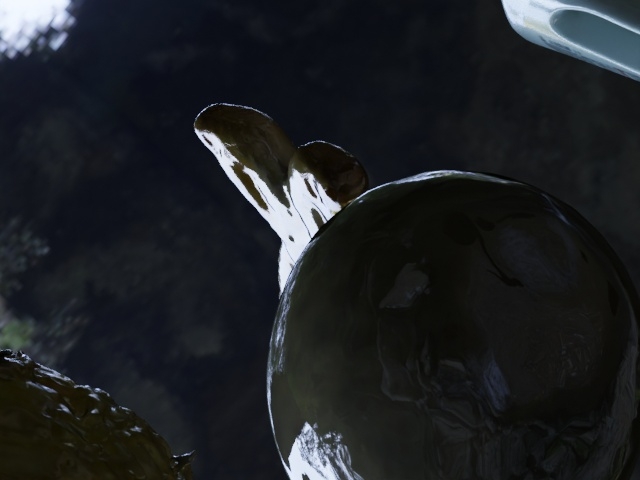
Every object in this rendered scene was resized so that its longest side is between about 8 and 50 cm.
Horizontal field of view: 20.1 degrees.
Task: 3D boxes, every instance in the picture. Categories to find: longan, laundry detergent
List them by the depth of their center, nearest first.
[{"bbox_3d":[0.074,0.084,1.023,0.248,0.248,0.248,17,-124,-26],"label":"longan"},{"bbox_3d":[0.416,-0.231,2.088,0.397,0.125,0.264,26,-178,23],"label":"laundry detergent"}]

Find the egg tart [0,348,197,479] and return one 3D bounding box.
[{"bbox_3d":[-0.250,0.153,1.235,0.351,0.339,0.153,-2,-96,-80],"label":"egg tart"}]

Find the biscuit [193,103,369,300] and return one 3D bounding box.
[{"bbox_3d":[0.001,0.000,1.278,0.047,0.164,0.208,-43,-47,-23],"label":"biscuit"}]
